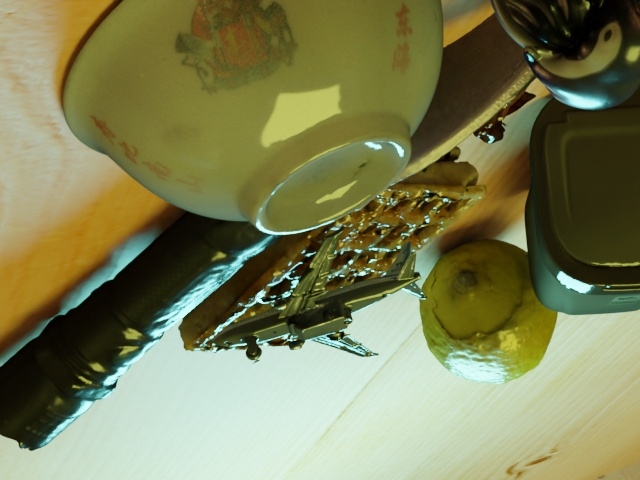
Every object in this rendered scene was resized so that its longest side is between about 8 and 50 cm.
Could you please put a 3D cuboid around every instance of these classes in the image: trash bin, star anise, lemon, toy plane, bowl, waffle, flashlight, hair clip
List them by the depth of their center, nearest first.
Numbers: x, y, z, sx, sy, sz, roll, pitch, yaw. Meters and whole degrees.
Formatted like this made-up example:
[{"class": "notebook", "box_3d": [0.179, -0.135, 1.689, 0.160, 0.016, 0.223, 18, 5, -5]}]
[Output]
[{"class": "bowl", "box_3d": [-0.022, -0.107, 1.375, 0.345, 0.157, 0.345, -23, 158, -10]}, {"class": "hair clip", "box_3d": [0.119, -0.139, 1.517, 0.358, 0.110, 0.095, -31, 172, 3]}, {"class": "star anise", "box_3d": [0.166, -0.147, 1.648, 0.212, 0.053, 0.157, 1, 146, -48]}, {"class": "flashlight", "box_3d": [-0.174, 0.063, 1.672, 0.424, 0.103, 0.103, -39, 156, 25]}, {"class": "toy plane", "box_3d": [0.002, 0.068, 1.699, 0.226, 0.058, 0.226, -25, 143, -6]}, {"class": "waffle", "box_3d": [0.001, 0.001, 1.746, 0.308, 0.091, 0.213, -41, 156, 32]}, {"class": "trash bin", "box_3d": [0.328, -0.031, 1.892, 0.219, 0.219, 0.250, -2, 164, -3]}, {"class": "lemon", "box_3d": [0.206, 0.090, 2.080, 0.180, 0.180, 0.193, -17, 141, -25]}]

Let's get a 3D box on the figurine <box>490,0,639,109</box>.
[{"class": "figurine", "box_3d": [0.182, -0.206, 1.305, 0.145, 0.222, 0.145, -21, 163, -7]}]
